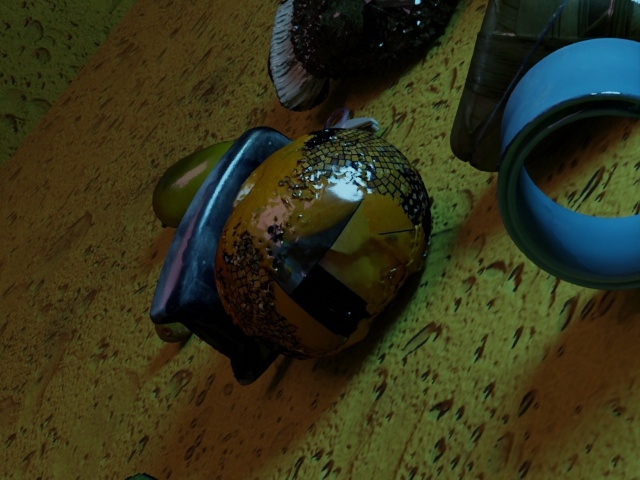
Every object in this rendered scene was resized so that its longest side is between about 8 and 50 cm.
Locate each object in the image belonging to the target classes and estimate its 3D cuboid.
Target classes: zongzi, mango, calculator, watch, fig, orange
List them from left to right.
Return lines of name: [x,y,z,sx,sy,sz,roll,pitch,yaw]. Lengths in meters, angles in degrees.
fig: [-0.173,0.091,1.989,0.050,0.050,0.083,-37,16,37]
mango: [-0.165,-0.081,2.213,0.161,0.076,0.103,-37,18,19]
calculator: [-0.064,0.006,1.694,0.040,0.177,0.268,-14,45,53]
orange: [0.000,0.000,1.578,0.234,0.182,0.234,-58,10,17]
zongzi: [0.240,-0.134,1.414,0.112,0.242,0.221,-23,-46,-51]
watch: [0.220,-0.069,1.173,0.193,0.211,0.211,-23,31,22]

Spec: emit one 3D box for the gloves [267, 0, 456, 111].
gloves: [0.040,-0.275,1.984,0.312,0.135,0.210,-29,25,44]

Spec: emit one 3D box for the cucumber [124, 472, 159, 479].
cucumber: [-0.236,0.345,1.708,0.211,0.062,0.078,-54,-14,16]

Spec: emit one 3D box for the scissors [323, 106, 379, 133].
scissors: [0.031,-0.131,1.931,0.085,0.022,0.176,-58,18,-14]
